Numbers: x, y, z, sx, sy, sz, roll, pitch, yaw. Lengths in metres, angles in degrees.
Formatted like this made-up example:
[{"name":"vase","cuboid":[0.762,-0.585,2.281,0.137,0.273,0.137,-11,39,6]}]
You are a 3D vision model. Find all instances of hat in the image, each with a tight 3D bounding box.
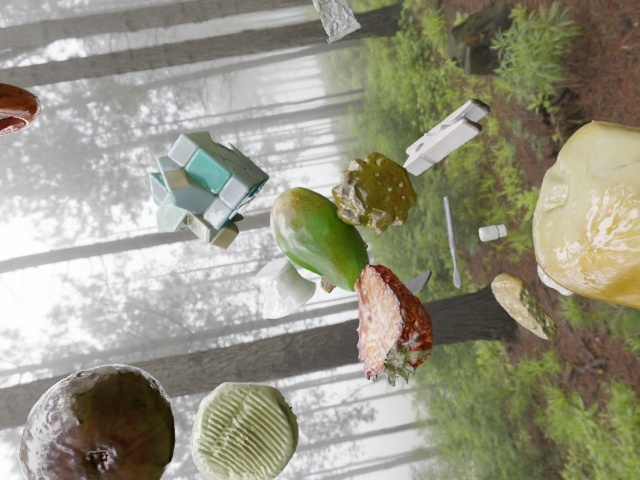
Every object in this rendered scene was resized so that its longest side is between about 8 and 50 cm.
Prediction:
[{"name":"hat","cuboid":[-0.120,0.134,1.431,0.126,0.203,0.203,63,-177,-21]}]

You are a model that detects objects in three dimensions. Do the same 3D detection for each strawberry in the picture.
[{"name":"strawberry","cuboid":[0.183,0.213,1.155,0.280,0.150,0.253,-120,39,-63]}]

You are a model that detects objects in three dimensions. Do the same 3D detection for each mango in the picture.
[{"name":"mango","cuboid":[0.000,0.000,1.417,0.382,0.225,0.201,49,134,3]}]

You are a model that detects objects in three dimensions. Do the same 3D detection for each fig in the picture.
[{"name":"fig","cuboid":[-0.345,0.285,0.775,0.321,0.216,0.217,-154,53,-74]}]

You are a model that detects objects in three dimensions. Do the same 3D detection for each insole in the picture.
[{"name":"insole","cuboid":[0.272,0.170,1.533,0.119,0.009,0.348,-55,3,-26]}]

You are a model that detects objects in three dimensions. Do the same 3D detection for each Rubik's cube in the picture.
[{"name":"Rubik's cube","cuboid":[-0.254,-0.100,1.022,0.224,0.213,0.265,41,-163,-3]}]

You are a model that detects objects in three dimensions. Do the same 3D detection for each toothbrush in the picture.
[{"name":"toothbrush","cuboid":[0.457,0.001,1.605,0.029,0.024,0.354,54,-148,-56]}]

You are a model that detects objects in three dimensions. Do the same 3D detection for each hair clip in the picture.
[{"name":"hair clip","cuboid":[0.375,-0.306,1.427,0.331,0.085,0.101,-38,34,61]}]

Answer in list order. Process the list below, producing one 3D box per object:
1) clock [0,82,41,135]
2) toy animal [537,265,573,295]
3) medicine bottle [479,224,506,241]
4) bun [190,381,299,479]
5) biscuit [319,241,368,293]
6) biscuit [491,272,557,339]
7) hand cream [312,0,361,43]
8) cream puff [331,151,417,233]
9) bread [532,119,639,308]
[{"name":"clock","cuboid":[-0.460,-0.162,0.570,0.205,0.205,0.051,-127,26,-83]},{"name":"toy animal","cuboid":[0.731,0.082,1.359,0.166,0.179,0.138,-83,-10,-55]},{"name":"medicine bottle","cuboid":[0.634,-0.029,1.705,0.052,0.089,0.052,-12,-90,-78]},{"name":"bun","cuboid":[-0.152,0.391,0.951,0.134,0.220,0.221,180,80,-81]},{"name":"biscuit","cuboid":[0.061,0.072,1.720,0.131,0.237,0.026,40,-176,24]},{"name":"biscuit","cuboid":[0.692,0.224,1.605,0.274,0.091,0.213,45,179,-14]},{"name":"hand cream","cuboid":[-0.007,-0.572,1.042,0.257,0.084,0.050,60,179,3]},{"name":"cream puff","cuboid":[0.159,-0.132,1.351,0.196,0.244,0.244,-19,-81,-78]},{"name":"bread","cuboid":[0.511,-0.025,0.656,0.348,0.376,0.253,-63,-20,-59]}]
